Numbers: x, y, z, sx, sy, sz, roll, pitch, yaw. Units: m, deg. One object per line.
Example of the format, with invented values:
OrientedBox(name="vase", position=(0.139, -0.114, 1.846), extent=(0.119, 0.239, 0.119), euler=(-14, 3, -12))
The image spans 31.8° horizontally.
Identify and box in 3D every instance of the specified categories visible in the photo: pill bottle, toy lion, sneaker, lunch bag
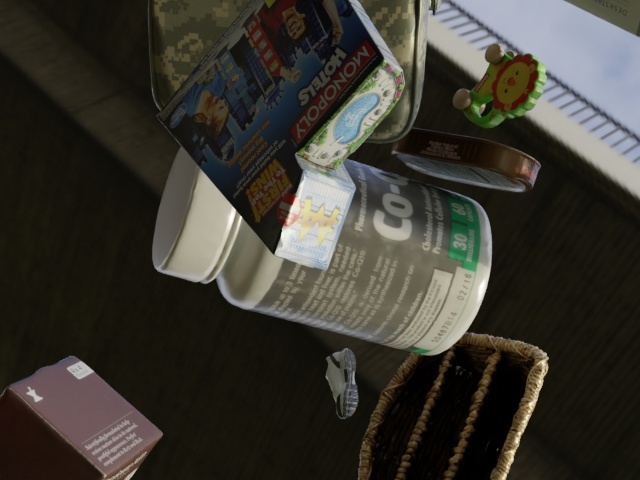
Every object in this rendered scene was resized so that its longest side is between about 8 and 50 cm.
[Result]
OrientedBox(name="pill bottle", position=(0.000, 0.000, 1.320), extent=(0.204, 0.361, 0.204), euler=(-164, -90, -71))
OrientedBox(name="toy lion", position=(0.202, -0.165, 1.237), extent=(0.100, 0.034, 0.096), euler=(-55, -141, 20))
OrientedBox(name="sneaker", position=(0.031, 0.223, 1.735), extent=(0.044, 0.040, 0.109), euler=(-15, -118, 31))
OrientedBox(name="lunch bag", position=(-0.026, -0.249, 1.236), extent=(0.305, 0.256, 0.212), euler=(4, -65, 8))

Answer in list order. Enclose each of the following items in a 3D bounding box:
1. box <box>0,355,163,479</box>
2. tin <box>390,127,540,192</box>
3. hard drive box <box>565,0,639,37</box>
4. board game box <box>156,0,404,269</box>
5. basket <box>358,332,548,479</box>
OrientedBox(name="box", position=(-0.347, 0.288, 1.429), extent=(0.167, 0.168, 0.203), euler=(40, -73, 8))
OrientedBox(name="tin", position=(0.171, -0.096, 1.345), extent=(0.190, 0.106, 0.040), euler=(14, -93, 38))
OrientedBox(name="hard drive box", position=(0.305, -0.357, 1.160), extent=(0.181, 0.089, 0.232), euler=(37, -37, 31))
OrientedBox(name="board game box", position=(-0.018, -0.086, 0.825), extent=(0.194, 0.060, 0.194), euler=(-45, -128, 25))
OrientedBox(name="basket", position=(0.172, 0.276, 1.594), extent=(0.214, 0.299, 0.223), euler=(22, -20, 13))
